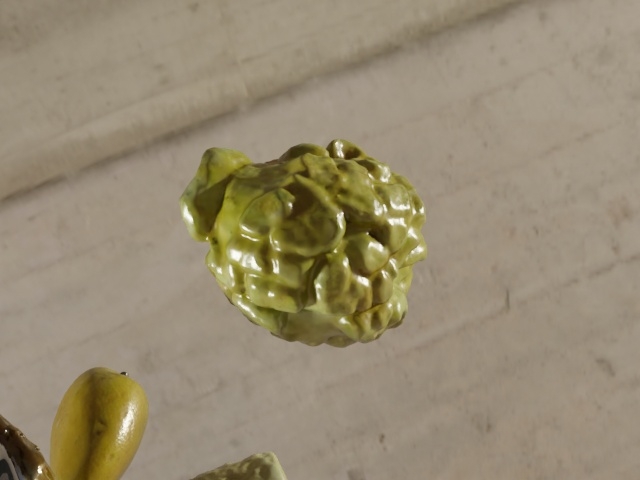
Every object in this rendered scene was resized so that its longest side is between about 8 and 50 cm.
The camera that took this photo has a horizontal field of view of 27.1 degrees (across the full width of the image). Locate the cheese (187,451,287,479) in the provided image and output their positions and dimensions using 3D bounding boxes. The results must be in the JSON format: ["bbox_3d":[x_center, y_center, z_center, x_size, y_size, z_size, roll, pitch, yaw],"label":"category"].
[{"bbox_3d":[-0.091,0.243,1.021,0.167,0.094,0.123,-20,-110,-3],"label":"cheese"}]

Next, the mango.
[{"bbox_3d":[-0.264,0.236,1.563,0.098,0.137,0.195,30,-137,-22],"label":"mango"}]

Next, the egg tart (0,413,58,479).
[{"bbox_3d":[-0.349,0.304,1.203,0.345,0.345,0.132,33,-151,29],"label":"egg tart"}]

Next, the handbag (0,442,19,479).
[{"bbox_3d":[-0.322,0.178,0.918,0.288,0.342,0.152,27,-119,23],"label":"handbag"}]

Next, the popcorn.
[{"bbox_3d":[-0.011,-0.005,1.229,0.217,0.235,0.181,21,-75,10],"label":"popcorn"}]
